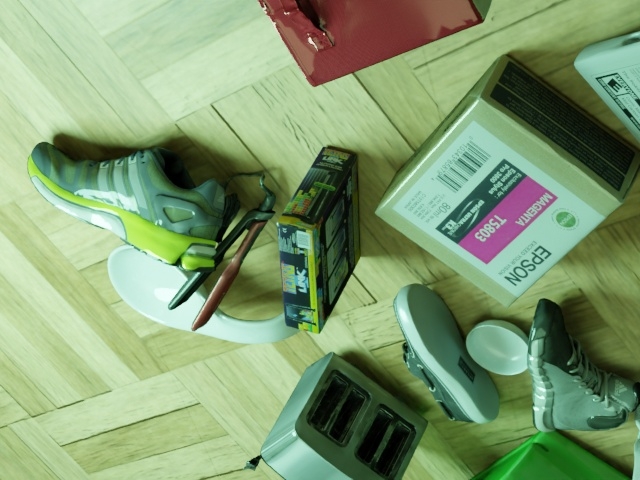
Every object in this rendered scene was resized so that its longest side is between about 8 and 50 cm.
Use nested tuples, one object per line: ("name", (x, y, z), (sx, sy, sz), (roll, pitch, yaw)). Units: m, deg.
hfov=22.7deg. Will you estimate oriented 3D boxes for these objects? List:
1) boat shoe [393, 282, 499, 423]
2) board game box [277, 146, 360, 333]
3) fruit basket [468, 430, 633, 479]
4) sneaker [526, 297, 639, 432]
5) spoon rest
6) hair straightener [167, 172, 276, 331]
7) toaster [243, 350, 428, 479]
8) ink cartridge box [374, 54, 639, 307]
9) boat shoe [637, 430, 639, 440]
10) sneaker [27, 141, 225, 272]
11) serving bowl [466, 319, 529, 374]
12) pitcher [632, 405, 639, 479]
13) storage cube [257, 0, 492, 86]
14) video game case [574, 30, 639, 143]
("boat shoe", (0.140, 0.145, 1.976), (0.076, 0.080, 0.228), (-13, 131, 35))
("board game box", (0.000, 0.000, 1.859), (0.048, 0.141, 0.170), (13, 135, 16))
("fruit basket", (0.287, 0.480, 2.052), (0.392, 0.283, 0.392), (21, 130, 28))
("sneaker", (0.317, 0.152, 1.884), (0.132, 0.086, 0.228), (7, 144, 17))
("spoon rest", (-0.154, 0.073, 2.059), (0.276, 0.084, 0.137), (13, 135, 17))
("hair straightener", (-0.130, 0.002, 1.957), (0.089, 0.047, 0.230), (38, 119, 12))
("toaster", (0.026, 0.258, 2.062), (0.168, 0.185, 0.110), (37, 142, -6))
("ink cartridge box", (0.201, -0.059, 1.731), (0.193, 0.088, 0.234), (36, 137, -4))
("boat shoe", (0.513, 0.270, 1.870), (0.303, 0.091, 0.114), (-1, 130, 29))
("sneaker", (-0.232, -0.066, 1.963), (0.300, 0.111, 0.121), (26, 95, 24))
("serving bowl", (0.221, 0.125, 1.941), (0.083, 0.027, 0.083), (16, 136, 16))
("pitcher", (0.446, 0.215, 1.812), (0.125, 0.177, 0.207), (20, 139, -34))
("storage cube", (0.050, -0.293, 1.505), (0.193, 0.215, 0.183), (-18, 120, 32))
("video game case", (0.437, -0.086, 1.532), (0.329, 0.036, 0.300), (46, 159, -17))
